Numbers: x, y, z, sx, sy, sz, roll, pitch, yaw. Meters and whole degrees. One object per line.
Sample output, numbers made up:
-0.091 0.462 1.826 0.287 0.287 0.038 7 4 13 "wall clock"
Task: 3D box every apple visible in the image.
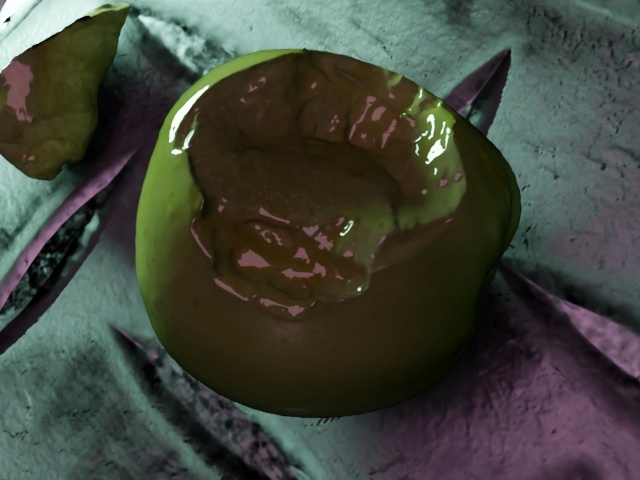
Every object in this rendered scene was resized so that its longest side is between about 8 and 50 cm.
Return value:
0.000 0.000 0.736 0.279 0.279 0.279 -6 73 21 "apple"

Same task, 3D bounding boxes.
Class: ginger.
-0.240 -0.146 0.971 0.193 0.115 0.122 -41 85 -1 "ginger"
